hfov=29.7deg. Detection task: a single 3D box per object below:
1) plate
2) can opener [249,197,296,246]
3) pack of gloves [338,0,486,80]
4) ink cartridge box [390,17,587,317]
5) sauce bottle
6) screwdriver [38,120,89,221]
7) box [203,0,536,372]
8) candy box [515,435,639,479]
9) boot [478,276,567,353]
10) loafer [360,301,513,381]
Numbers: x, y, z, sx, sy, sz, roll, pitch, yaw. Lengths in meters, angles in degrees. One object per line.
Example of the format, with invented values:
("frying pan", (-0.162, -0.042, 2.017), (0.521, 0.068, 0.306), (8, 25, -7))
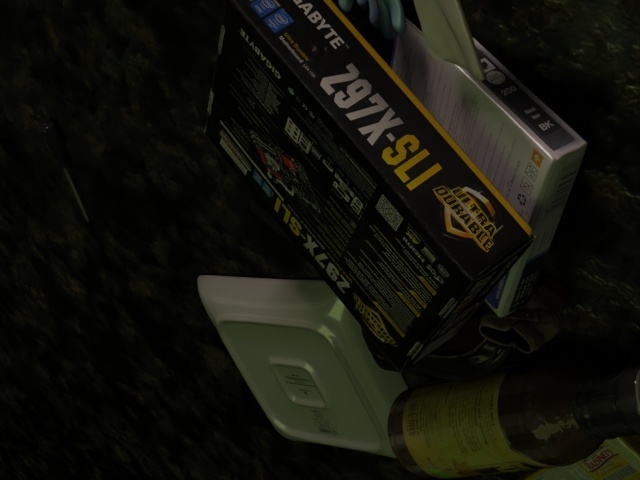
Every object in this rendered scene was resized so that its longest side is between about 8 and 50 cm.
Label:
("plate", (-0.014, 0.165, 1.482), (0.277, 0.045, 0.278), (0, 127, 44))
("can opener", (0.000, 0.000, 1.282), (0.186, 0.059, 0.073), (31, 144, 16))
("pack of gloves", (0.033, -0.239, 0.940), (0.195, 0.046, 0.232), (44, 160, 58))
("ink cartridge box", (0.131, -0.070, 1.068), (0.208, 0.045, 0.206), (50, 150, 30))
("sauce bottle", (0.208, 0.177, 1.214), (0.111, 0.111, 0.344), (52, 146, -12))
("screwdriver", (-0.323, -0.085, 1.553), (0.025, 0.024, 0.170), (-8, 133, 14))
("box", (0.026, -0.057, 1.087), (0.322, 0.079, 0.257), (50, 160, 12))
("candy box", (0.296, 0.263, 1.290), (0.105, 0.027, 0.206), (44, 145, 4))
("boot", (0.175, 0.058, 1.144), (0.118, 0.087, 0.042), (21, 141, 29))
("loafer", (0.112, 0.094, 1.238), (0.078, 0.080, 0.220), (45, 148, -25))
